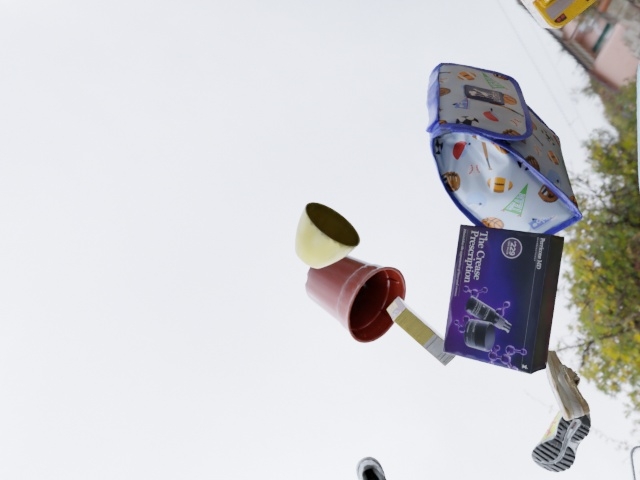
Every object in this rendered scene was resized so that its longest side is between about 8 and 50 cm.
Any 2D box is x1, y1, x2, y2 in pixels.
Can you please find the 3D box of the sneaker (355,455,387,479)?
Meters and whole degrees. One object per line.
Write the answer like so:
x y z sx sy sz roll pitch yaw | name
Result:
0.145 0.614 1.375 0.086 0.132 0.229 -28 -103 -4 | sneaker

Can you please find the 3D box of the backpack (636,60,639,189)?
0.301 -0.066 0.346 0.253 0.225 0.191 -16 -164 -26 | backpack

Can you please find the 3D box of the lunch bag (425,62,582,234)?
0.395 -0.214 1.384 0.385 0.239 0.328 38 -144 -19 | lunch bag

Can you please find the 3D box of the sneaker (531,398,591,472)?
0.544 0.432 1.342 0.081 0.209 0.094 31 -145 14 | sneaker

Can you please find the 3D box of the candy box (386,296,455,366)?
0.264 0.236 1.572 0.186 0.053 0.109 42 -175 -10 | candy box

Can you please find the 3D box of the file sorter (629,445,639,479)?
0.822 0.518 1.281 0.172 0.278 0.193 8 -116 -6 | file sorter

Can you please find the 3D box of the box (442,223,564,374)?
0.358 0.108 1.183 0.184 0.262 0.103 8 -178 35 | box

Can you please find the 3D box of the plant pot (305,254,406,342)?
0.103 0.170 2.055 0.272 0.273 0.265 -19 -149 -37 | plant pot

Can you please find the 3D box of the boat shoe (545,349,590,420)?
0.515 0.298 1.261 0.059 0.063 0.170 -11 -140 9 | boat shoe

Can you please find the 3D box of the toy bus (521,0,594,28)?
0.469 -0.504 1.211 0.130 0.108 0.333 51 -156 -5 | toy bus

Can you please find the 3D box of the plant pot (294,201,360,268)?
0.000 0.000 1.236 0.134 0.095 0.134 30 -154 -16 | plant pot
